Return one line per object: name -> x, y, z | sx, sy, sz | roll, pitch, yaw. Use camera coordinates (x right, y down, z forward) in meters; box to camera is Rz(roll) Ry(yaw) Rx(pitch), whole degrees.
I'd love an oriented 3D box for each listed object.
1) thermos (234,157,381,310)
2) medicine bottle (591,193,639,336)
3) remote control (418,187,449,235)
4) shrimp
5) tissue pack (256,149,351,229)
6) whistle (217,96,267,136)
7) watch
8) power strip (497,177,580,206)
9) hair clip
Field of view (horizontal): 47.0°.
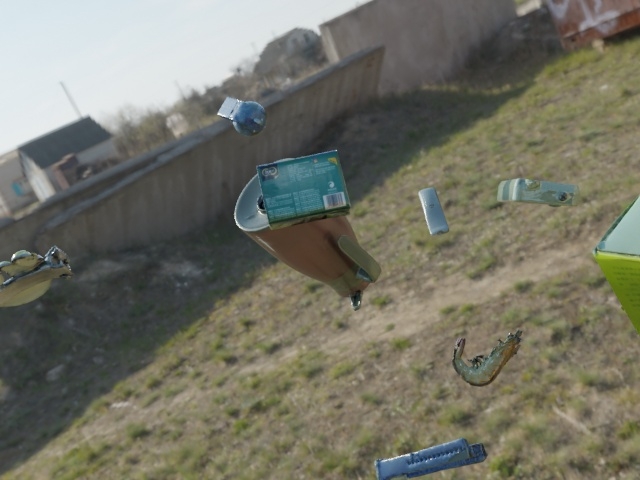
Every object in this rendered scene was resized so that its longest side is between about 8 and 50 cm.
thermos -> 0.000, 0.000, 1.248 | 0.176, 0.265, 0.146 | 18, 69, 50
medicine bottle -> 0.493, 0.059, 0.965 | 0.137, 0.250, 0.141 | -48, 27, -22
remote control -> 0.296, -0.080, 1.936 | 0.049, 0.027, 0.184 | -15, 41, 6
shrimp -> 0.376, 0.250, 1.687 | 0.124, 0.034, 0.178 | 34, 75, 28
tissue pack -> -0.022, -0.065, 0.996 | 0.110, 0.085, 0.079 | -12, -10, -2
whistle -> -0.176, -0.292, 1.756 | 0.090, 0.090, 0.158 | -29, 27, -18
watch -> 0.264, 0.555, 1.835 | 0.274, 0.068, 0.276 | -15, -22, 16
power strip -> 0.418, -0.091, 1.430 | 0.117, 0.046, 0.270 | 8, 4, 6
hair clip -> -0.494, 0.071, 1.212 | 0.172, 0.116, 0.049 | -28, 57, 1
